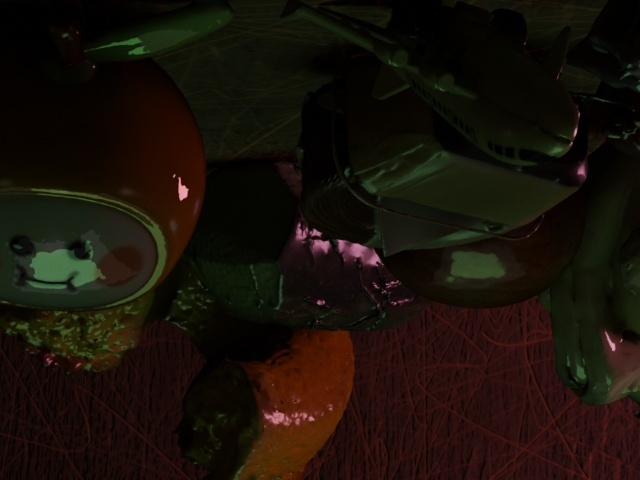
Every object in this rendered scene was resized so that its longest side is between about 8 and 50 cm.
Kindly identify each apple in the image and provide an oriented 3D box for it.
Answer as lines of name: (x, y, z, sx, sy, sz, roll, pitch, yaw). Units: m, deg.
apple: (0.133, -0.032, 1.746, 0.174, 0.188, 0.188, -5, 177, -24)

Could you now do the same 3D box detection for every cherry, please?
cherry: (0.229, -0.112, 1.475, 0.225, 0.090, 0.107, 13, 177, -33)

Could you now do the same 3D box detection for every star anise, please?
star anise: (0.259, -0.125, 1.232, 0.229, 0.093, 0.236, -4, 178, 35)

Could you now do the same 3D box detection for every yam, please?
yam: (-0.002, 0.005, 2.205, 0.202, 0.201, 0.271, -7, 166, 44)

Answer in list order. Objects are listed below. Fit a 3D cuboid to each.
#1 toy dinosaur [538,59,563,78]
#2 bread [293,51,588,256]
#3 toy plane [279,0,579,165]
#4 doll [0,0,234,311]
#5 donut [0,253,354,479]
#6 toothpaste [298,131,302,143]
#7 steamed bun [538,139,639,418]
toy dinosaur: (0.175, -0.131, 1.567, 0.062, 0.021, 0.083, 3, 179, -37)
bread: (0.083, -0.060, 1.543, 0.224, 0.142, 0.212, 14, 155, -37)
toy plane: (0.095, -0.108, 1.254, 0.229, 0.092, 0.244, 15, -173, -30)
doll: (-0.177, -0.076, 1.346, 0.213, 0.213, 0.236, 0, 132, -18)
donut: (-0.142, 0.084, 2.284, 0.163, 0.435, 0.377, -47, -170, 32)
toothpaste: (0.045, -0.107, 1.674, 0.089, 0.057, 0.234, -1, 168, -22)
steamed bun: (0.333, -0.001, 1.895, 0.346, 0.237, 0.394, -25, 152, -17)
